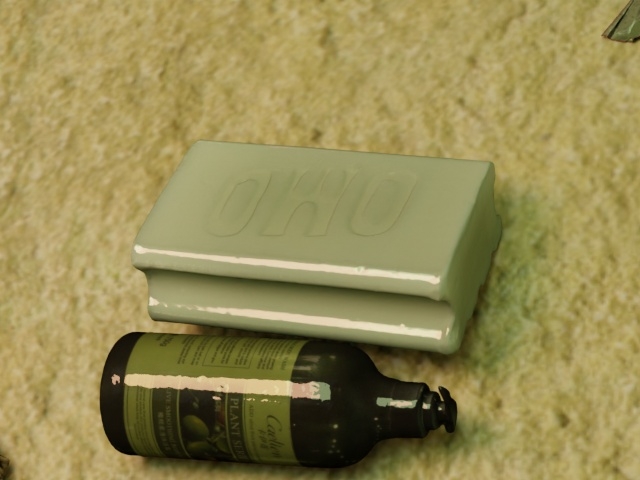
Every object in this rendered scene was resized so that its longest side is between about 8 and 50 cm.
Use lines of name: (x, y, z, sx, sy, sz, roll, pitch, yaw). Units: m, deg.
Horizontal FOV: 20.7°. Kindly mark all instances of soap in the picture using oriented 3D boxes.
soap: (0.000, 0.000, 1.434, 0.265, 0.087, 0.160, 6, 42, 21)

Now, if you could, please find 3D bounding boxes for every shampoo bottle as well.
shampoo bottle: (-0.029, 0.127, 1.385, 0.284, 0.101, 0.101, 2, 61, 18)

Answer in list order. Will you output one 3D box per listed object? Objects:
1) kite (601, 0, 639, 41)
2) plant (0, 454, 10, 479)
kite: (0.356, -0.192, 1.505, 0.229, 0.012, 0.250, -13, 58, 14)
plant: (-0.318, 0.182, 1.434, 0.116, 0.122, 0.104, 37, 73, 23)
